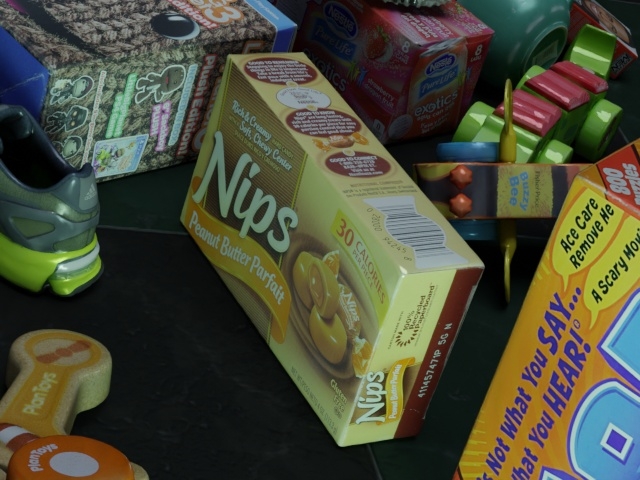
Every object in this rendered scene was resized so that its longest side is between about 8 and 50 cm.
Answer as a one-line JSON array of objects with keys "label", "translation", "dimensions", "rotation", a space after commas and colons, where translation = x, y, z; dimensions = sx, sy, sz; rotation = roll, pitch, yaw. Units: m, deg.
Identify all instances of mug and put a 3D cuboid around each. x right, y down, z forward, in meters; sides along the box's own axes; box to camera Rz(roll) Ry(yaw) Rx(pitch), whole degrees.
[{"label": "mug", "translation": [0.221, -0.244, 2.103], "dimensions": [0.097, 0.158, 0.129], "rotation": [41, 19, 25]}]

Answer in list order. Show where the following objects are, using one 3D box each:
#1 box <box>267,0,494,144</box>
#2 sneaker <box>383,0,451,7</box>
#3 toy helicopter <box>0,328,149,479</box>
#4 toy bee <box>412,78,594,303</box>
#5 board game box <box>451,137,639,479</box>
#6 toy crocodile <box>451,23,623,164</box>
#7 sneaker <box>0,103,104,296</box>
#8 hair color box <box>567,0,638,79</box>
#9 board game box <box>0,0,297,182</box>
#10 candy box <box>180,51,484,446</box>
[{"label": "box", "translation": [0.046, -0.226, 2.016], "dimensions": [0.122, 0.128, 0.257], "rotation": [-14, 45, -40]}, {"label": "sneaker", "translation": [0.004, -0.320, 1.934], "dimensions": [0.293, 0.102, 0.146], "rotation": [13, 28, -18]}, {"label": "toy helicopter", "translation": [-0.234, 0.151, 1.359], "dimensions": [0.235, 0.140, 0.355], "rotation": [9, 22, 2]}, {"label": "toy bee", "translation": [0.146, -0.034, 1.758], "dimensions": [0.298, 0.195, 0.162], "rotation": [-22, 6, -11]}, {"label": "board game box", "translation": [0.364, 0.131, 1.437], "dimensions": [0.356, 0.356, 0.356], "rotation": [34, 36, 23]}, {"label": "toy crocodile", "translation": [0.232, -0.128, 1.986], "dimensions": [0.115, 0.105, 0.340], "rotation": [30, 35, 17]}, {"label": "sneaker", "translation": [-0.302, -0.076, 1.627], "dimensions": [0.300, 0.121, 0.111], "rotation": [29, 34, 15]}, {"label": "hair color box", "translation": [0.303, -0.257, 2.218], "dimensions": [0.141, 0.043, 0.072], "rotation": [36, 27, -23]}, {"label": "board game box", "translation": [-0.214, -0.185, 1.813], "dimensions": [0.291, 0.141, 0.232], "rotation": [-17, 47, -42]}, {"label": "candy box", "translation": [0.000, 0.000, 1.609], "dimensions": [0.087, 0.183, 0.316], "rotation": [-4, 39, -32]}]
